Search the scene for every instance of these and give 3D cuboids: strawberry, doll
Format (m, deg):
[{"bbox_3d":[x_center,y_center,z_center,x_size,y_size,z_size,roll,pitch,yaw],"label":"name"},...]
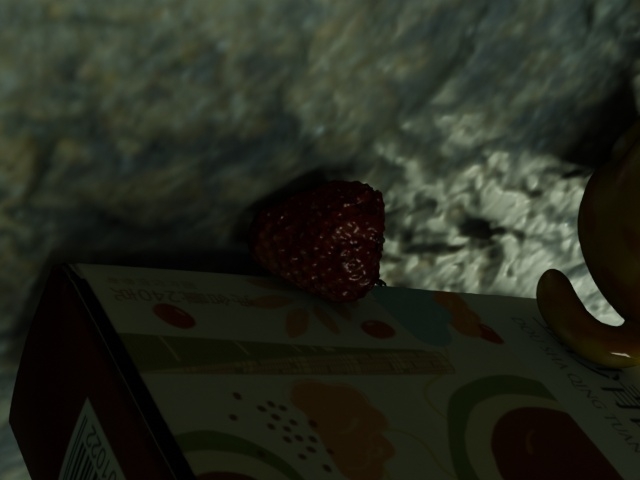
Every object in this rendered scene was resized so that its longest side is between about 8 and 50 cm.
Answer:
[{"bbox_3d":[0.000,0.000,0.784,0.083,0.073,0.073,2,138,-14],"label":"strawberry"},{"bbox_3d":[0.261,-0.050,0.826,0.162,0.166,0.270,-56,169,-57],"label":"doll"}]

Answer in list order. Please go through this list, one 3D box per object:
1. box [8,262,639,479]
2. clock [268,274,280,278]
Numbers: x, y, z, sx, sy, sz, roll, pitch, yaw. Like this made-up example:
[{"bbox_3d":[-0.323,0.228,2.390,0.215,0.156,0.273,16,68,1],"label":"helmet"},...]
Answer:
[{"bbox_3d":[0.067,0.161,0.730,0.385,0.344,0.122,6,119,-32],"label":"box"},{"bbox_3d":[-0.004,0.064,0.885,0.087,0.041,0.129,-38,140,6],"label":"clock"}]
